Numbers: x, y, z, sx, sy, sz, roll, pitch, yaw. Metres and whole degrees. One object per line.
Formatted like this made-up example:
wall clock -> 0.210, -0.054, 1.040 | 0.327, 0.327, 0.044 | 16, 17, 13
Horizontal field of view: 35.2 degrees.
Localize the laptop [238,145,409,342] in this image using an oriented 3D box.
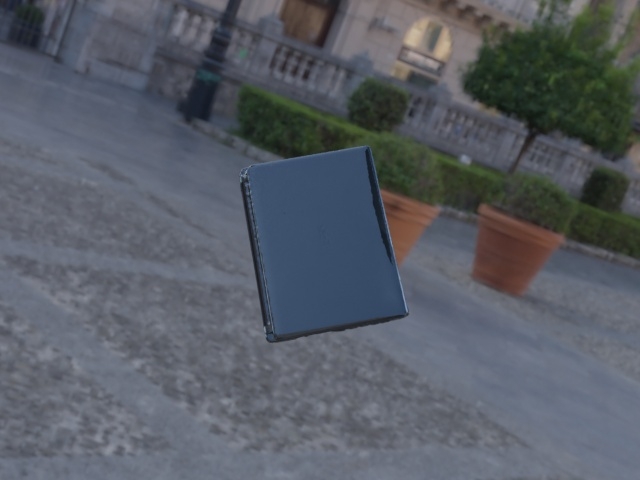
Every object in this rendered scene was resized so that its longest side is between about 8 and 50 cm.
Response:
laptop -> 0.000, 0.000, 0.917 | 0.129, 0.180, 0.016 | -10, -26, -3
